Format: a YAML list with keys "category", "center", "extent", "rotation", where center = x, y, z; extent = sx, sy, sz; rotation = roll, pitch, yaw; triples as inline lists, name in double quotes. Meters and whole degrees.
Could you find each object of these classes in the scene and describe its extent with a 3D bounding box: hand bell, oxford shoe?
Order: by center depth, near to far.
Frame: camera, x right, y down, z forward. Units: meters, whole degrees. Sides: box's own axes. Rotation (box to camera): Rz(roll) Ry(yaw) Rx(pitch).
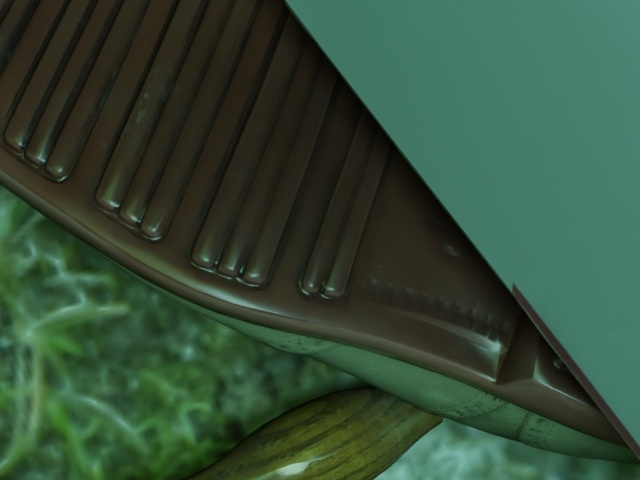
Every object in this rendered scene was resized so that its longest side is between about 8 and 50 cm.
- category: "oxford shoe"
  center: [0.000, 0.000, 0.610]
  extent: [0.348, 0.130, 0.123]
  rotation: [27, 68, -3]
- category: "hand bell"
  center: [-0.063, 0.108, 0.633]
  extent: [0.242, 0.126, 0.126]
  rotation: [-21, 85, -17]

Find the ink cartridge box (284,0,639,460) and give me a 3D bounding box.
- category: "ink cartridge box"
  center: [0.227, -0.097, 0.553]
  extent: [0.385, 0.160, 0.279]
  rotation: [-36, 86, -28]
